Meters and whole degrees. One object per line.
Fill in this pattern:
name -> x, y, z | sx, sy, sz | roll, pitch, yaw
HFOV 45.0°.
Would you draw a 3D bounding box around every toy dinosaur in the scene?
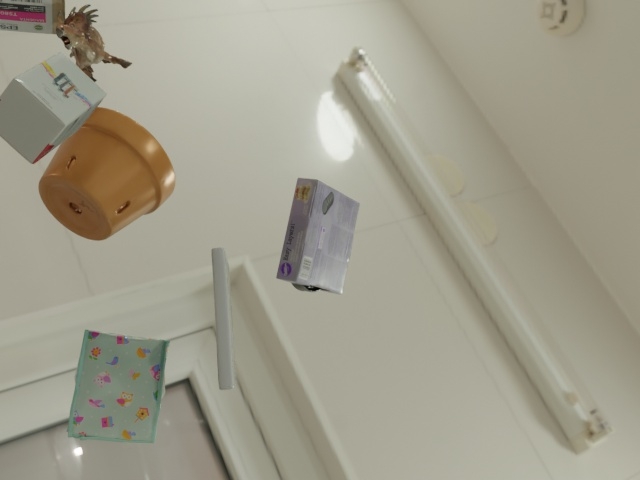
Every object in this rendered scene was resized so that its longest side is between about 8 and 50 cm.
toy dinosaur -> -0.613, -0.522, 2.003 | 0.295, 0.127, 0.200 | 37, -20, 57

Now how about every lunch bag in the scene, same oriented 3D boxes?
lunch bag -> -0.500, 0.370, 1.922 | 0.160, 0.223, 0.262 | 136, -39, -69

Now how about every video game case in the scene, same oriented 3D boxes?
video game case -> -0.239, 0.200, 1.918 | 0.300, 0.036, 0.329 | 118, -32, -80

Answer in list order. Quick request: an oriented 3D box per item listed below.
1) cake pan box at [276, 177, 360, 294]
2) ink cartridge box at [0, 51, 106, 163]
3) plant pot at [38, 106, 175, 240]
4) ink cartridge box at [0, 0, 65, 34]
cake pan box -> 0.000, 0.000, 1.942 | 0.070, 0.245, 0.267 | 8, -96, 32
ink cartridge box -> -0.534, -0.262, 1.514 | 0.127, 0.176, 0.128 | 44, -60, -11
plant pot -> -0.520, -0.138, 1.821 | 0.291, 0.203, 0.291 | 20, -39, 17
ink cartridge box -> -0.769, -0.616, 1.958 | 0.193, 0.234, 0.088 | 129, -43, -63
